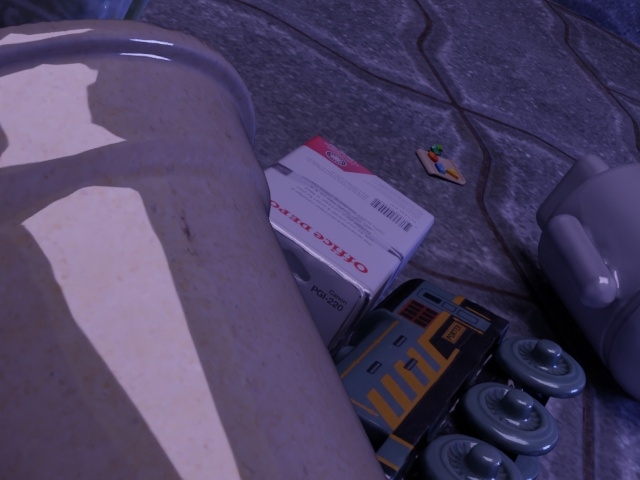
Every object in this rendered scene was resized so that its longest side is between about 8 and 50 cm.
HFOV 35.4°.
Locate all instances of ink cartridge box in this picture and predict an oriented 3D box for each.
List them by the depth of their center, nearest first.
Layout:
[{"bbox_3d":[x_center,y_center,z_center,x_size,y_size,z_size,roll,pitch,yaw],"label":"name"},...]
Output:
[{"bbox_3d":[0.000,0.000,0.968,0.158,0.092,0.218,36,27,7],"label":"ink cartridge box"}]

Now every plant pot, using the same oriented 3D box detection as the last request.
[{"bbox_3d":[-0.106,0.119,0.491,0.334,0.334,0.305,-8,59,-50],"label":"plant pot"}]

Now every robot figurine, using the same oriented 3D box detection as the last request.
[{"bbox_3d":[0.385,0.050,1.148,0.300,0.200,0.353,12,34,-30],"label":"robot figurine"}]

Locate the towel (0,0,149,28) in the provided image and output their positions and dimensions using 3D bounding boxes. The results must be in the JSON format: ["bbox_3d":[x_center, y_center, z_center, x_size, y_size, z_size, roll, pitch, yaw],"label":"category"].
[{"bbox_3d":[-0.320,-0.161,0.670,0.374,0.320,0.090,16,34,-28],"label":"towel"}]

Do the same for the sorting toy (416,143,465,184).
[{"bbox_3d":[0.162,-0.111,1.377,0.062,0.012,0.083,13,34,-30],"label":"sorting toy"}]

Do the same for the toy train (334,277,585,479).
[{"bbox_3d":[0.081,0.147,0.789,0.190,0.142,0.334,27,29,16],"label":"toy train"}]
